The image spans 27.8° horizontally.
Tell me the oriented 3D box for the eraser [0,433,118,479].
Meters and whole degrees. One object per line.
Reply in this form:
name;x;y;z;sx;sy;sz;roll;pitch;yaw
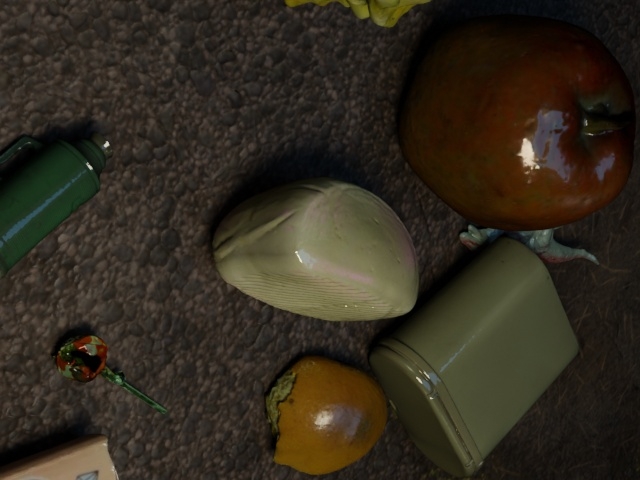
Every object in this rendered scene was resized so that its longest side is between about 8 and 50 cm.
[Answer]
eraser;-0.343;0.314;1.309;0.290;0.087;0.171;-17;113;-37

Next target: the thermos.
thermos;-0.284;-0.039;1.271;0.188;0.083;0.073;-44;149;-24

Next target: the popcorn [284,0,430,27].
popcorn;0.051;-0.381;1.301;0.312;0.312;0.312;-14;112;-38

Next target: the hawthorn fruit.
hawthorn fruit;0.253;-0.135;1.552;0.268;0.301;0.267;-9;106;-33

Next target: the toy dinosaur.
toy dinosaur;0.305;-0.002;1.805;0.167;0.053;0.242;-49;131;-4

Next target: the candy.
candy;-0.220;0.152;1.406;0.055;0.049;0.185;-35;140;9

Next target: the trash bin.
trash bin;0.211;0.155;1.714;0.247;0.121;0.243;-41;126;-20

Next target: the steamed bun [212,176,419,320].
steamed bun;0.000;0.000;1.471;0.239;0.170;0.152;28;61;-45

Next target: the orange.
orange;0.016;0.215;1.588;0.170;0.112;0.160;-48;129;-35
